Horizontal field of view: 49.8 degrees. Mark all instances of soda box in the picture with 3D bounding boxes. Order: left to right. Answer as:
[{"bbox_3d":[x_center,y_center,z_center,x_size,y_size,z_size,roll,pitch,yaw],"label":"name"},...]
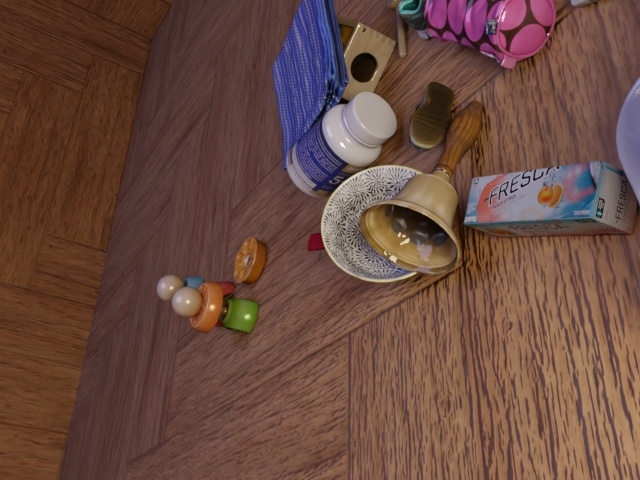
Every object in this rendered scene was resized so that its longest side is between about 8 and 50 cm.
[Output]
[{"bbox_3d":[0.235,-0.039,0.725,0.183,0.063,0.058,-3,72,61],"label":"soda box"}]

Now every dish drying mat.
[{"bbox_3d":[0.000,0.000,1.204,0.083,0.008,0.032,-9,66,60],"label":"dish drying mat"}]

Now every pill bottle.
[{"bbox_3d":[0.035,-0.157,1.128,0.187,0.112,0.111,-37,42,49],"label":"pill bottle"}]

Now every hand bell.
[{"bbox_3d":[0.155,-0.088,0.864,0.126,0.126,0.242,-25,29,55],"label":"hand bell"}]

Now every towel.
[{"bbox_3d":[-0.034,-0.298,1.244,0.336,0.040,0.243,133,132,-64],"label":"towel"}]

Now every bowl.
[{"bbox_3d":[0.091,-0.009,0.927,0.080,0.170,0.170,64,-151,-62],"label":"bowl"}]

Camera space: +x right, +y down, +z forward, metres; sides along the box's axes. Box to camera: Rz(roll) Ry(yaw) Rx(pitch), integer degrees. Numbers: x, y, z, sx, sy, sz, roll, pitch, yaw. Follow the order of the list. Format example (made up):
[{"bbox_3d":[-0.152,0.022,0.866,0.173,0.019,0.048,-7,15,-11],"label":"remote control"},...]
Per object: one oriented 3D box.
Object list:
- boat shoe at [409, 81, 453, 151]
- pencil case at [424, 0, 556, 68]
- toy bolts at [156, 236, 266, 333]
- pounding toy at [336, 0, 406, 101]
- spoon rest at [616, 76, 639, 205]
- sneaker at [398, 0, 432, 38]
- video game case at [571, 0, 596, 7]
[{"bbox_3d":[0.153,-0.164,0.962,0.049,0.056,0.152,110,-174,-45],"label":"boat shoe"},{"bbox_3d":[0.213,-0.295,0.917,0.209,0.095,0.098,-125,42,-61],"label":"pencil case"},{"bbox_3d":[-0.235,0.085,1.421,0.229,0.159,0.218,-15,60,59],"label":"toy bolts"},{"bbox_3d":[0.073,-0.348,1.204,0.206,0.094,0.181,-65,27,13],"label":"pounding toy"},{"bbox_3d":[0.312,-0.056,0.573,0.137,0.084,0.276,-29,48,52],"label":"spoon rest"},{"bbox_3d":[0.181,-0.374,1.037,0.166,0.076,0.064,-40,40,45],"label":"sneaker"},{"bbox_3d":[0.339,-0.386,0.732,0.193,0.023,0.212,-10,84,60],"label":"video game case"}]
